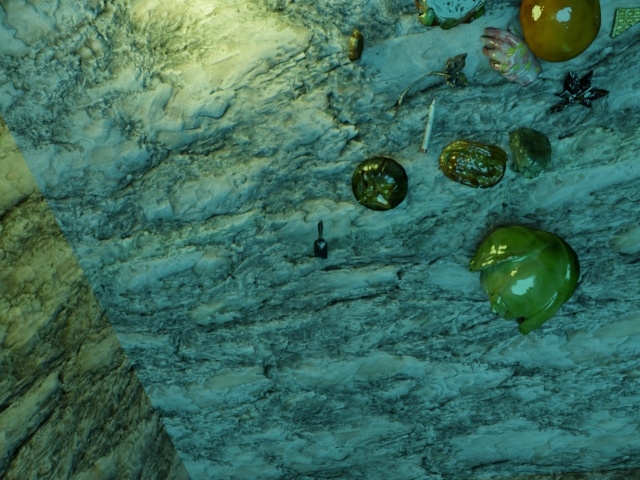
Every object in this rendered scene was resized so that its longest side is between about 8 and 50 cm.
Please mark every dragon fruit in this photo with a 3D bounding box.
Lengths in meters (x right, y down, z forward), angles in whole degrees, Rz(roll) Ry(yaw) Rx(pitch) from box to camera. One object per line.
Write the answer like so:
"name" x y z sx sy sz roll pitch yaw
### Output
"dragon fruit" 0.457 -0.866 1.585 0.295 0.130 0.268 -30 106 20

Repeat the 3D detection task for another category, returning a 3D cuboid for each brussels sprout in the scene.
"brussels sprout" 0.841 0.136 1.856 0.361 0.343 0.425 -35 116 29

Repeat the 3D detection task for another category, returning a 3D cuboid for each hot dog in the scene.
"hot dog" 0.602 -0.300 1.827 0.258 0.114 0.175 12 114 3

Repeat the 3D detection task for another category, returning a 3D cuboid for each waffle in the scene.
"waffle" 1.088 -0.754 1.594 0.152 0.023 0.098 -1 115 9

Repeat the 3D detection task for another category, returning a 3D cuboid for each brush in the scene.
"brush" 0.000 0.000 2.112 0.062 0.016 0.194 2 115 7

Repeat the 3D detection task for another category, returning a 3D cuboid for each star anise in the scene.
"star anise" 0.437 -0.603 1.772 0.227 0.219 0.148 13 161 46
"star anise" 0.938 -0.549 1.694 0.212 0.053 0.157 -4 114 13

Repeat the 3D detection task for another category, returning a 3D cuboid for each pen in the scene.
"pen" 0.431 -0.454 1.833 0.026 0.026 0.218 9 115 5

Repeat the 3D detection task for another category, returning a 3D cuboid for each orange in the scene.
"orange" 0.779 -0.728 1.516 0.226 0.284 0.284 -19 110 31

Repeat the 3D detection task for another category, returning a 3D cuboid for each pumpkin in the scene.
"pumpkin" 0.244 -0.231 1.892 0.237 0.159 0.238 15 135 15

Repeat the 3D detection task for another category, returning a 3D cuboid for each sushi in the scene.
"sushi" 0.128 -0.732 1.740 0.060 0.061 0.118 30 118 32

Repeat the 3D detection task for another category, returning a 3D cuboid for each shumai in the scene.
"shumai" 0.796 -0.331 1.797 0.184 0.184 0.142 21 145 -1

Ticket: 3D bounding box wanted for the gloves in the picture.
"gloves" 0.675 -0.668 1.650 0.241 0.126 0.145 36 120 -16
